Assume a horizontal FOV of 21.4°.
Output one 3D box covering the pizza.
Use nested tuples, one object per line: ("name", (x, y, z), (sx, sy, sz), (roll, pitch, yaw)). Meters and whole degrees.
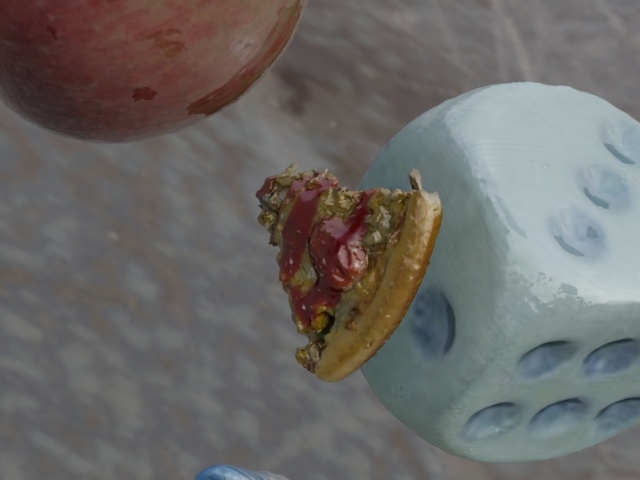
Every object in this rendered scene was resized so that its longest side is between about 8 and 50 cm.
("pizza", (0.000, 0.000, 1.376), (0.062, 0.188, 0.199), (11, 22, -46))

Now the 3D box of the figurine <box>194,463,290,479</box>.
("figurine", (-0.051, 0.207, 1.223), (0.114, 0.114, 0.079), (37, 58, 3))

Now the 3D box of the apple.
("apple", (-0.134, -0.228, 1.101), (0.344, 0.269, 0.345), (58, -11, 18))

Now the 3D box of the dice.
("dice", (0.191, 0.033, 1.565), (0.268, 0.264, 0.262), (4, 49, -31))
